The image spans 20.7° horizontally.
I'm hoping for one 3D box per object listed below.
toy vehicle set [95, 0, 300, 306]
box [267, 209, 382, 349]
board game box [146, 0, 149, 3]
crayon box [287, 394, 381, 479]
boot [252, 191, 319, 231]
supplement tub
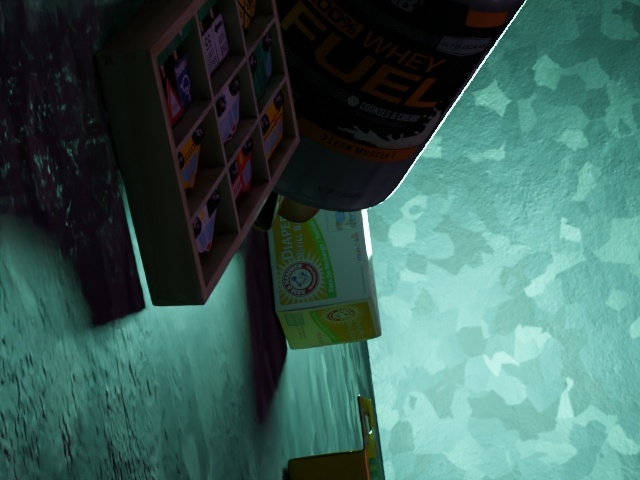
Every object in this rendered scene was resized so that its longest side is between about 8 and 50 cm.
[{"bbox_3d":[-0.073,-0.090,1.159,0.267,0.035,0.166,-64,147,-61],"label":"toy vehicle set"},{"bbox_3d":[0.000,0.000,1.879,0.114,0.103,0.203,73,10,-66],"label":"box"},{"bbox_3d":[-0.091,-0.138,1.330,0.181,0.043,0.092,-40,122,-85],"label":"board game box"},{"bbox_3d":[0.029,0.323,1.774,0.203,0.083,0.323,52,31,-82],"label":"crayon box"},{"bbox_3d":[-0.047,-0.055,1.609,0.152,0.073,0.197,-95,163,-51],"label":"boot"},{"bbox_3d":[0.049,-0.192,1.433,0.316,0.193,0.193,-57,-157,36],"label":"supplement tub"}]
